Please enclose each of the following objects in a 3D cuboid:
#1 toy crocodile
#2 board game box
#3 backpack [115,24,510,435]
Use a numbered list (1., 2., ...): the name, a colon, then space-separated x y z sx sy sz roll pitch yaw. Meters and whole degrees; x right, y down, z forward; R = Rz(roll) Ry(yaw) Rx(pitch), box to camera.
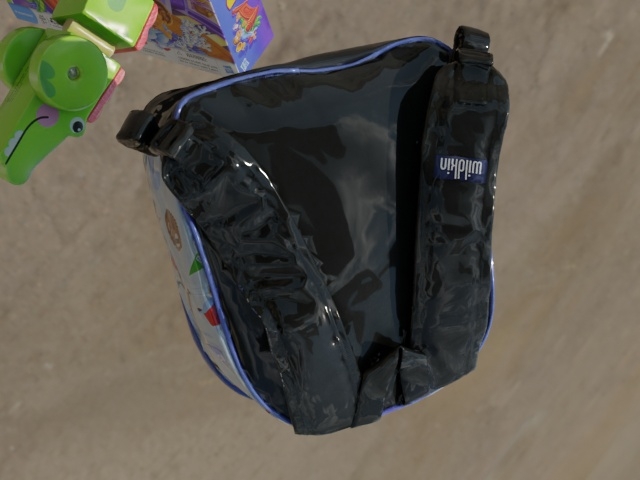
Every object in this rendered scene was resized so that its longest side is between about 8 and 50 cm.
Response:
1. toy crocodile: -0.200 -0.199 1.087 0.105 0.115 0.341 34 78 -35
2. board game box: -0.242 -0.324 1.366 0.078 0.347 0.233 -58 151 -25
3. backpack: 0.000 0.000 0.892 0.276 0.264 0.213 -14 -175 -15
